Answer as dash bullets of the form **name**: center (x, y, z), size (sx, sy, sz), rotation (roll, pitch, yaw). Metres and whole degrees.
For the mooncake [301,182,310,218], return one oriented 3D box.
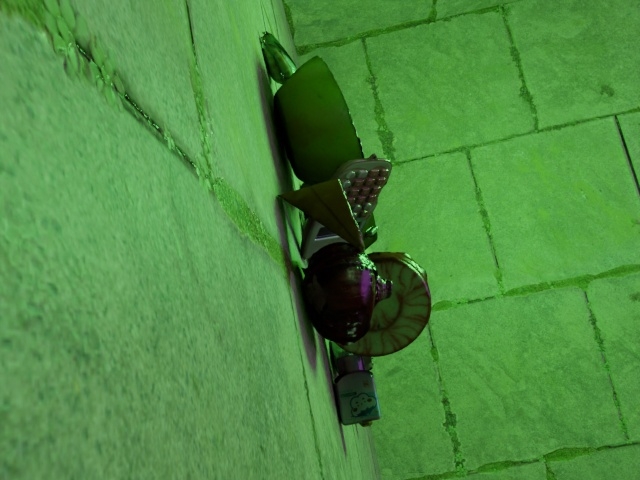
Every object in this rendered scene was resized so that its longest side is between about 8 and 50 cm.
- **mooncake**: center (0.010, -0.106, 1.912), size (0.228, 0.124, 0.228), rotation (-13, 90, -86)

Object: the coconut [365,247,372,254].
- **coconut**: center (0.099, 0.103, 1.953), size (0.241, 0.241, 0.241), rotation (-12, 90, -86)

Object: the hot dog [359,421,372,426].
- **hot dog**: center (0.148, 0.601, 2.211), size (0.083, 0.068, 0.289), rotation (115, -34, -56)

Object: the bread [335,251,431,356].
- **bread**: center (0.153, 0.181, 1.589), size (0.114, 0.327, 0.295), rotation (-92, 173, -78)

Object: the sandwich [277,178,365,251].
- **sandwich**: center (0.007, -0.041, 1.262), size (0.117, 0.144, 0.187), rotation (-34, 102, -84)

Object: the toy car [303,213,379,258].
- **toy car**: center (0.086, -0.031, 1.691), size (0.248, 0.198, 0.204), rotation (-37, 120, -50)

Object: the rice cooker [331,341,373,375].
- **rice cooker**: center (0.100, 0.361, 1.766), size (0.206, 0.127, 0.145), rotation (-174, -109, -85)

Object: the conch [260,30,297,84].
- **conch**: center (-0.126, -0.520, 1.602), size (0.170, 0.079, 0.106), rotation (54, 13, -41)

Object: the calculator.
- **calculator**: center (0.067, -0.091, 1.432), size (0.048, 0.220, 0.330), rotation (51, -51, 30)

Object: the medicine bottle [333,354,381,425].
- **medicine bottle**: center (0.101, 0.429, 1.596), size (0.094, 0.119, 0.188), rotation (83, -3, -73)

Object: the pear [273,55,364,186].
- **pear**: center (-0.020, -0.290, 1.525), size (0.399, 0.165, 0.399), rotation (161, -90, -85)

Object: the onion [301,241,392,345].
- **onion**: center (0.066, 0.119, 1.322), size (0.252, 0.219, 0.252), rotation (177, -90, -88)
